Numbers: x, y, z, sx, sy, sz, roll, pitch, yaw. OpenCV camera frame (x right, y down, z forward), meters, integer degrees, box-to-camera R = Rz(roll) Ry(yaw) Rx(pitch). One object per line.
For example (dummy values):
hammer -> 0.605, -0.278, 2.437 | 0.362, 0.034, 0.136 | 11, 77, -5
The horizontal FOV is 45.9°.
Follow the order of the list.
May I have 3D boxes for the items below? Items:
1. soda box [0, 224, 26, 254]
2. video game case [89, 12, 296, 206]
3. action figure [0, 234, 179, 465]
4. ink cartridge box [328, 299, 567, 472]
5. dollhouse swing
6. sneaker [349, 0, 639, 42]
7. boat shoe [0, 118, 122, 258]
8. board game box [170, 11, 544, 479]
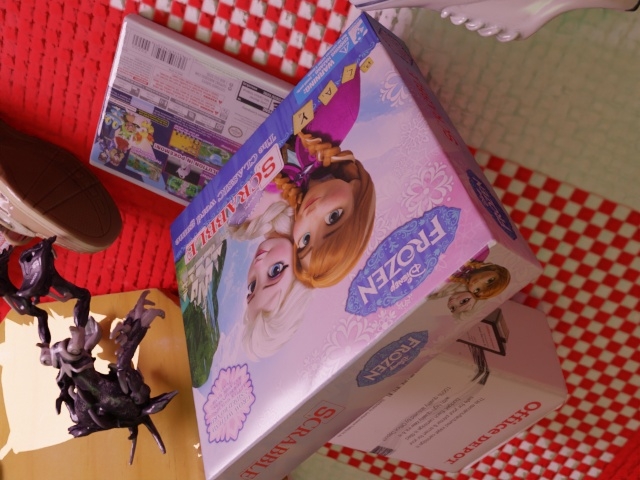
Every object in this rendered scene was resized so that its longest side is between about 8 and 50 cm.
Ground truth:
soda box -> -0.434, 0.020, 0.947 | 0.063, 0.058, 0.183 | 44, 119, -14
video game case -> -0.137, -0.121, 0.818 | 0.201, 0.023, 0.183 | 24, 122, -3
action figure -> -0.253, 0.117, 0.851 | 0.164, 0.141, 0.276 | -18, 117, 25
ink cartridge box -> 0.087, 0.135, 0.808 | 0.272, 0.115, 0.198 | 20, 134, -22
dollhouse swing -> -0.247, 0.257, 1.047 | 0.346, 0.305, 0.315 | -9, 159, 17
sneaker -> 0.151, -0.215, 0.654 | 0.258, 0.094, 0.091 | -5, 115, 14
boat shoe -> -0.355, -0.068, 0.859 | 0.285, 0.104, 0.089 | 36, 126, 2
board game box -> -0.006, 0.003, 0.676 | 0.066, 0.318, 0.318 | 26, 120, -37
